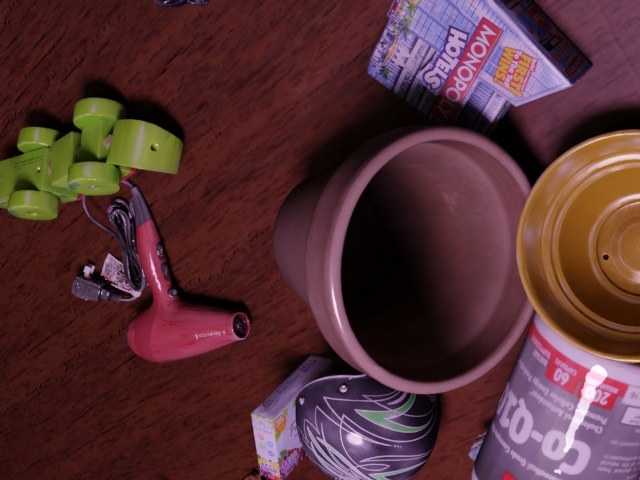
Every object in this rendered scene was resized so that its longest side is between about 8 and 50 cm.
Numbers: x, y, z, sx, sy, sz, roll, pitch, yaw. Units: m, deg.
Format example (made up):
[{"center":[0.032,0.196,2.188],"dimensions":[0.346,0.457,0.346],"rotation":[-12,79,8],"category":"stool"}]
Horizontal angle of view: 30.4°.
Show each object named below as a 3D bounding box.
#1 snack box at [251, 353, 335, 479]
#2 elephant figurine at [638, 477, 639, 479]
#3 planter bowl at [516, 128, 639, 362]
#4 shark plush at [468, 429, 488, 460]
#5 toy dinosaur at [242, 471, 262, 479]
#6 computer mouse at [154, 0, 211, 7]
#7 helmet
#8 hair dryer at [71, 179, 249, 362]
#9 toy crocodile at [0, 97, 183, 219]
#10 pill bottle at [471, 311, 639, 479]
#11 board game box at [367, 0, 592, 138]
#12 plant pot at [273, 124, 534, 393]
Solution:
[{"center":[-0.029,0.223,1.496],"dimensions":[0.037,0.141,0.100],"rotation":[12,124,31],"category":"snack box"},{"center":[0.416,0.333,1.229],"dimensions":[0.239,0.169,0.186],"rotation":[49,139,-6],"category":"elephant figurine"},{"center":[0.305,0.006,1.133],"dimensions":[0.217,0.090,0.217],"rotation":[-1,89,25],"category":"planter bowl"},{"center":[0.256,0.247,1.359],"dimensions":[0.161,0.067,0.073],"rotation":[16,126,26],"category":"shark plush"},{"center":[-0.146,0.392,1.755],"dimensions":[0.211,0.064,0.112],"rotation":[-23,85,33],"category":"toy dinosaur"},{"center":[-0.177,-0.352,1.225],"dimensions":[0.188,0.072,0.272],"rotation":[-9,152,36],"category":"computer mouse"},{"center":[0.056,0.219,1.419],"dimensions":[0.169,0.161,0.169],"rotation":[18,126,26],"category":"helmet"},{"center":[-0.223,0.064,1.577],"dimensions":[0.293,0.080,0.224],"rotation":[31,130,16],"category":"hair dryer"},{"center":[-0.315,-0.097,1.533],"dimensions":[0.340,0.105,0.115],"rotation":[-15,66,41],"category":"toy crocodile"},{"center":[0.253,0.216,1.227],"dimensions":[0.161,0.161,0.283],"rotation":[26,111,20],"category":"pill bottle"},{"center":[0.156,-0.180,1.166],"dimensions":[0.194,0.060,0.194],"rotation":[37,133,11],"category":"board game box"},{"center":[0.067,0.010,1.236],"dimensions":[0.229,0.263,0.263],"rotation":[11,127,60],"category":"plant pot"}]
